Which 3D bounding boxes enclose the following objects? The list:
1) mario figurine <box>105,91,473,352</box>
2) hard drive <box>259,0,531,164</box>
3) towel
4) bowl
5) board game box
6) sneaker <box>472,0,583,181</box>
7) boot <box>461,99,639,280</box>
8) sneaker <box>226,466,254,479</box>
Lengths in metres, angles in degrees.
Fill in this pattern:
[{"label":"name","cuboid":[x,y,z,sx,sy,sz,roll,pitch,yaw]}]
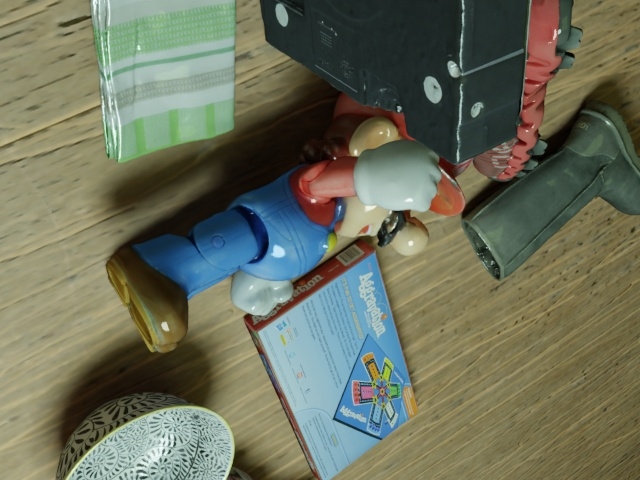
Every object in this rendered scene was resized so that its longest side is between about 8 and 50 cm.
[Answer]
[{"label":"mario figurine","cuboid":[0.000,0.000,0.751,0.320,0.198,0.170,-31,122,-13]},{"label":"hard drive","cuboid":[0.033,-0.243,0.563,0.064,0.237,0.339,-26,132,-24]},{"label":"towel","cuboid":[-0.109,-0.135,0.679,0.113,0.023,0.152,-19,130,-28]},{"label":"bowl","cuboid":[-0.169,0.193,0.825,0.170,0.080,0.170,-22,131,-28]},{"label":"board game box","cuboid":[0.021,0.138,0.984,0.145,0.027,0.281,-33,135,-15]},{"label":"sneaker","cuboid":[0.146,-0.144,0.832,0.135,0.098,0.276,4,155,6]},{"label":"boot","cuboid":[0.269,-0.030,1.034,0.208,0.076,0.190,-49,124,-10]},{"label":"sneaker","cuboid":[-0.086,0.291,0.950,0.252,0.103,0.111,6,117,-43]}]
